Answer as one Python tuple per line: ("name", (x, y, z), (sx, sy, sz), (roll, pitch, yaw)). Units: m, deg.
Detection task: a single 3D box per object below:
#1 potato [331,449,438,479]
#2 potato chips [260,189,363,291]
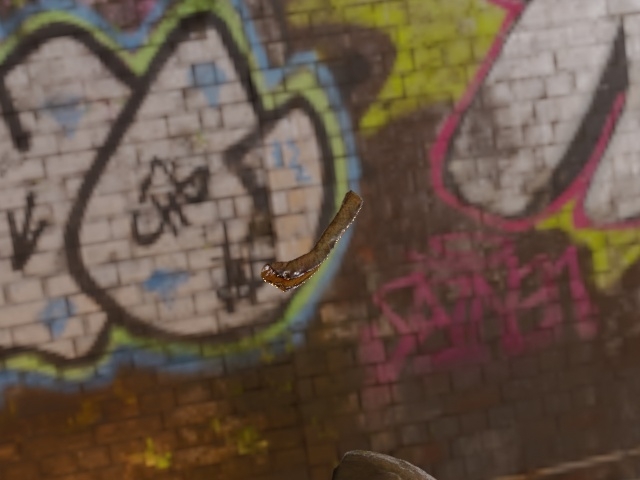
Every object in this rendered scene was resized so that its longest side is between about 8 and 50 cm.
("potato", (0.150, 0.367, 1.756), (0.264, 0.189, 0.211), (10, -161, 14))
("potato chips", (0.000, 0.000, 1.236), (0.026, 0.037, 0.204), (-44, 180, 33))
